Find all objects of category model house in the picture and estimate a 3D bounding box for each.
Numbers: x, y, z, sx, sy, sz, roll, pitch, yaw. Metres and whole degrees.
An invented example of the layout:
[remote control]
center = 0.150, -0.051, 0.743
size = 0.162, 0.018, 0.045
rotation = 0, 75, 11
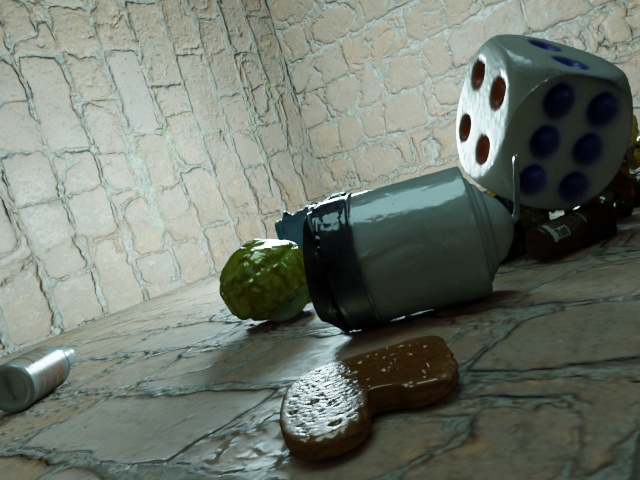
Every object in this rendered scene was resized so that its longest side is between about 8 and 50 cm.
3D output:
[model house]
center = 0.000, 0.000, 1.858
size = 0.237, 0.216, 0.303
rotation = -18, -1, -6

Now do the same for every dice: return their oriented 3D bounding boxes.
[dice]
center = 0.406, -0.223, 1.153
size = 0.243, 0.259, 0.251
rotation = 4, 32, -11

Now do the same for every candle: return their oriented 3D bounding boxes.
[candle]
center = 0.153, 0.010, 0.964
size = 0.342, 0.221, 0.221
rotation = -13, 5, 11

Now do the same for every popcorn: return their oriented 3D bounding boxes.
[popcorn]
center = -0.116, 0.088, 1.318
size = 0.204, 0.184, 0.221
rotation = -26, 8, -24

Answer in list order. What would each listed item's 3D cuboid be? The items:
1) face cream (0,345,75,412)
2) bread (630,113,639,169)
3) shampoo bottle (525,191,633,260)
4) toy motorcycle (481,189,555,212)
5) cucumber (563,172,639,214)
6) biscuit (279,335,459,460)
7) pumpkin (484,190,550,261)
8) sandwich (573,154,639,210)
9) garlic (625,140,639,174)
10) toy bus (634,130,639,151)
[face cream]
center = -0.600, 0.280, 1.330
size = 0.101, 0.101, 0.252
rotation = -17, 4, 6
[bread]
center = 0.843, -0.265, 1.885
size = 0.262, 0.204, 0.162
rotation = -9, 20, 42
[shampoo bottle]
center = 0.467, -0.027, 1.098
size = 0.236, 0.068, 0.067
rotation = -17, -1, -25
[toy motorcycle]
center = 0.475, -0.088, 1.553
size = 0.187, 0.125, 0.274
rotation = -28, 6, -13
[cucumber]
center = 0.648, -0.103, 1.329
size = 0.241, 0.074, 0.074
rotation = -13, 6, 36
[biscuit]
center = 0.053, 0.158, 0.622
size = 0.192, 0.036, 0.186
rotation = -17, 7, -1
[pumpkin]
center = 0.367, -0.039, 1.265
size = 0.221, 0.139, 0.317
rotation = -18, 0, 44
[sandwich]
center = 0.560, -0.137, 1.251
size = 0.109, 0.185, 0.160
rotation = -13, -24, 13
[garlic]
center = 0.668, -0.170, 1.427
size = 0.218, 0.219, 0.212
rotation = -20, 29, -28
[toy bus]
center = 0.909, -0.234, 1.421
size = 0.330, 0.152, 0.144
rotation = -16, -2, -10
